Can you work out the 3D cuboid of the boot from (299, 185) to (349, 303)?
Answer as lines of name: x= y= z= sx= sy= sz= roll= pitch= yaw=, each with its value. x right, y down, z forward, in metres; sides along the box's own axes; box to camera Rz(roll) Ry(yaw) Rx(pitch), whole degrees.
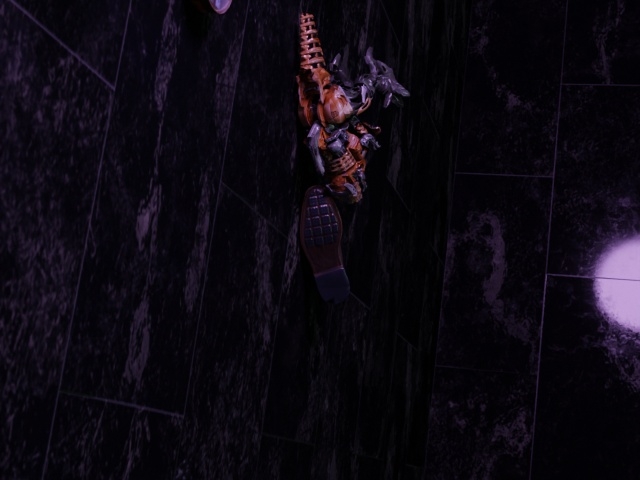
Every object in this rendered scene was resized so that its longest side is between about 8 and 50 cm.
boot: x=0.000 y=0.000 z=1.837 sx=0.106 sy=0.082 sz=0.219 roll=-122 pitch=-158 yaw=-76

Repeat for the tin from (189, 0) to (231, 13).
tin: x=-0.141 y=-0.389 z=1.294 sx=0.106 sy=0.040 sz=0.190 roll=39 pitch=56 yaw=-75

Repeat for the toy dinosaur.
toy dinosaur: x=0.035 y=-0.233 z=1.744 sx=0.218 sy=0.164 sz=0.322 roll=-44 pitch=144 yaw=-44
